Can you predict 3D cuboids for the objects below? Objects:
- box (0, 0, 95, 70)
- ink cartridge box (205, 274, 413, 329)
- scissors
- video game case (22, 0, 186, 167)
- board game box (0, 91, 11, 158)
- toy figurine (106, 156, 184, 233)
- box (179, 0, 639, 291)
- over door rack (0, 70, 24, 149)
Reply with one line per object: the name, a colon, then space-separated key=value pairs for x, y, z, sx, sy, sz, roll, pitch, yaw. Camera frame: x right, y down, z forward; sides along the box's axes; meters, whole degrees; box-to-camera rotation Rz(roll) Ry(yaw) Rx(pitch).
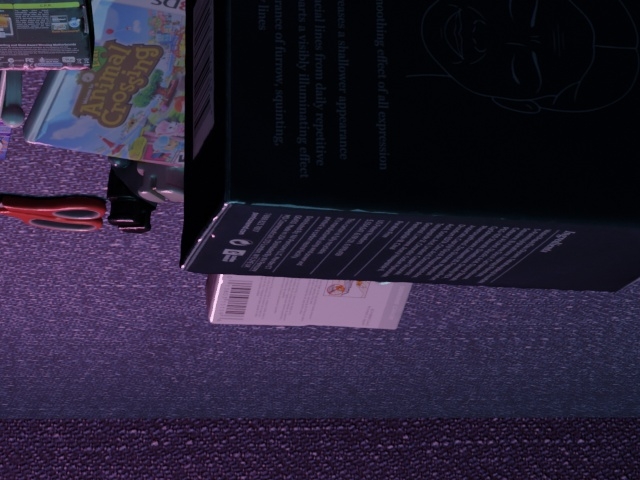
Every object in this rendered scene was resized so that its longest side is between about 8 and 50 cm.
box: x=-0.286 y=-0.217 z=1.543 sx=0.190 sy=0.045 sz=0.184 roll=-1 pitch=137 yaw=-1
ink cartridge box: x=0.000 y=0.000 z=2.229 sx=0.239 sy=0.060 sz=0.275 roll=2 pitch=140 yaw=-12
scissors: x=-0.403 y=-0.041 z=2.310 sx=0.297 sy=0.021 sz=0.109 roll=5 pitch=165 yaw=-23
video game case: x=-0.150 y=-0.156 z=1.740 sx=0.193 sy=0.023 sz=0.212 roll=8 pitch=133 yaw=-28
board game box: x=-0.427 y=-0.127 z=1.984 sx=0.201 sy=0.035 sz=0.136 roll=3 pitch=164 yaw=-13
toy figurine: x=-0.112 y=-0.087 z=1.965 sx=0.209 sy=0.148 sz=0.213 roll=10 pitch=164 yaw=-15
box: x=0.094 y=-0.129 z=1.535 sx=0.395 sy=0.293 sz=0.212 roll=3 pitch=164 yaw=-13
over door rack: x=-0.400 y=-0.143 z=1.754 sx=0.239 sy=0.108 sz=0.324 roll=4 pitch=157 yaw=-14
